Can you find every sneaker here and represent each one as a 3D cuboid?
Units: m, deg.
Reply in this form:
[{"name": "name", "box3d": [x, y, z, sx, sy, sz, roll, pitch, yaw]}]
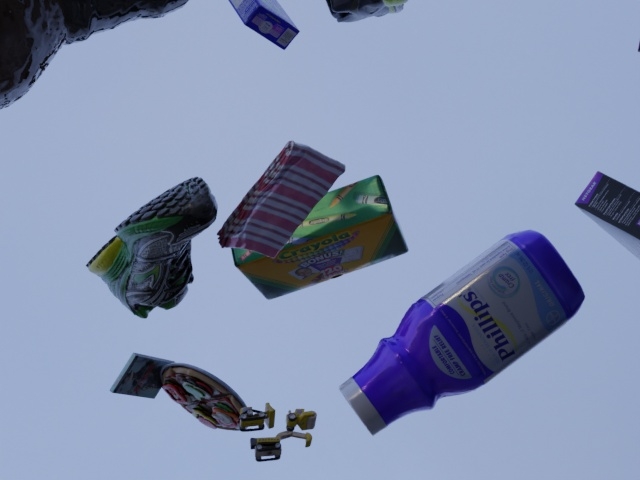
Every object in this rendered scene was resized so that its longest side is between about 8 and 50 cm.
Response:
[{"name": "sneaker", "box3d": [0.066, -0.410, 1.213, 0.121, 0.300, 0.111, -19, -81, 7]}, {"name": "sneaker", "box3d": [-0.234, 0.017, 1.142, 0.146, 0.343, 0.134, 50, -127, -3]}]

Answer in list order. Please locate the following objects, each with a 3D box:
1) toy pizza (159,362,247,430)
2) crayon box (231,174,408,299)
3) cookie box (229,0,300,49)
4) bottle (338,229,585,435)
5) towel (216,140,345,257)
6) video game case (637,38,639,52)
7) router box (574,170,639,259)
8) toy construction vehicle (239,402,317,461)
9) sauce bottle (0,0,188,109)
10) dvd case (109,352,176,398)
[{"name": "toy pizza", "box3d": [-0.226, 0.308, 1.426, 0.032, 0.201, 0.201, -57, -48, -37]}, {"name": "crayon box", "box3d": [0.000, 0.000, 1.301, 0.278, 0.081, 0.165, -19, -29, 8]}, {"name": "cookie box", "box3d": [-0.091, -0.344, 1.103, 0.040, 0.107, 0.091, -44, -35, 20]}, {"name": "bottle", "box3d": [0.152, 0.107, 0.830, 0.282, 0.092, 0.118, -35, -89, -5]}, {"name": "towel", "box3d": [-0.055, -0.056, 1.132, 0.197, 0.029, 0.144, -50, -31, 17]}, {"name": "video game case", "box3d": [0.584, -0.418, 1.231, 0.210, 0.041, 0.232, -13, -68, -55]}, {"name": "router box", "box3d": [0.357, 0.007, 0.758, 0.179, 0.133, 0.046, 28, -80, -41]}, {"name": "toy construction vehicle", "box3d": [-0.056, 0.238, 0.949, 0.098, 0.035, 0.086, -4, -56, -12]}, {"name": "sauce bottle", "box3d": [-0.221, -0.094, 0.361, 0.344, 0.111, 0.111, -29, -56, -28]}, {"name": "dvd case", "box3d": [-0.341, 0.263, 1.442, 0.087, 0.013, 0.119, -57, -35, 2]}]
